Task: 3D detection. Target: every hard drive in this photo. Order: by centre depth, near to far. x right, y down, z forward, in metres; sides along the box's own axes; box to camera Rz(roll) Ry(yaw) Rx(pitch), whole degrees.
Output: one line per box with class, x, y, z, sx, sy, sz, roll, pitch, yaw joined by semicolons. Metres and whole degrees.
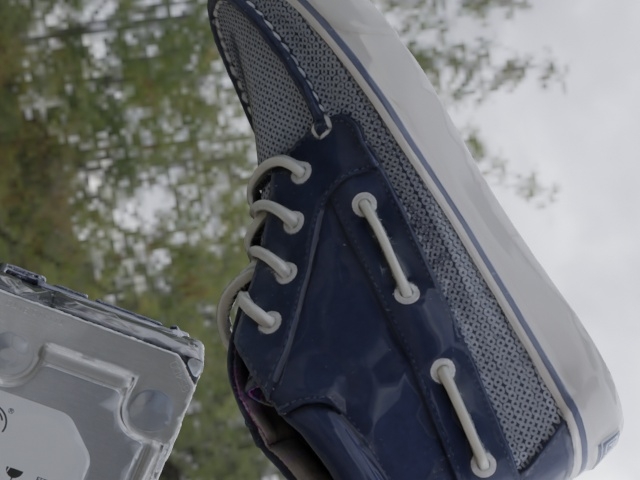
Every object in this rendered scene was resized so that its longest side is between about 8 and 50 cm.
hard drive;-0.243;0.181;0.993;0.064;0.237;0.339;-112;-135;-75

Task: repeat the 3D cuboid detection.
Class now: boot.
boot;0.000;0.000;0.435;0.190;0.086;0.069;55;-21;17
